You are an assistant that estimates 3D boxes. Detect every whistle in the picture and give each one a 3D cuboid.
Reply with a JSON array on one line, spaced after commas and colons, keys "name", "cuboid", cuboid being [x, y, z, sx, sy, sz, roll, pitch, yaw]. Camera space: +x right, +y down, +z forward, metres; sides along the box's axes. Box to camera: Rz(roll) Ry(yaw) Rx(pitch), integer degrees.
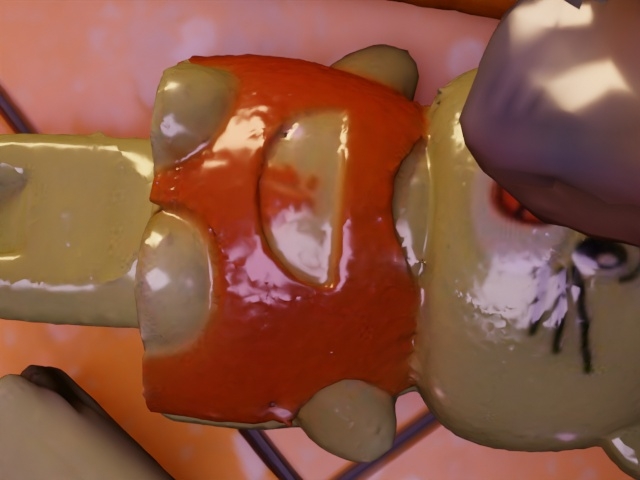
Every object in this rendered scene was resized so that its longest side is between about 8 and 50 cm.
[{"name": "whistle", "cuboid": [0.000, 0.000, 0.485, 0.289, 0.106, 0.131, 4, 75, 2]}]

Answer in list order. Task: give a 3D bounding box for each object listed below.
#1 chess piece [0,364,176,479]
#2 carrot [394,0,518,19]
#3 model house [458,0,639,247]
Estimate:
[{"name": "chess piece", "cuboid": [-0.023, 0.180, 0.483, 0.299, 0.194, 0.194, 45, 99, 9]}, {"name": "carrot", "cuboid": [0.028, -0.095, 0.503, 0.257, 0.061, 0.061, 13, 97, 1]}, {"name": "model house", "cuboid": [0.225, 0.099, 0.307, 0.400, 0.395, 0.445, 10, 72, 34]}]
